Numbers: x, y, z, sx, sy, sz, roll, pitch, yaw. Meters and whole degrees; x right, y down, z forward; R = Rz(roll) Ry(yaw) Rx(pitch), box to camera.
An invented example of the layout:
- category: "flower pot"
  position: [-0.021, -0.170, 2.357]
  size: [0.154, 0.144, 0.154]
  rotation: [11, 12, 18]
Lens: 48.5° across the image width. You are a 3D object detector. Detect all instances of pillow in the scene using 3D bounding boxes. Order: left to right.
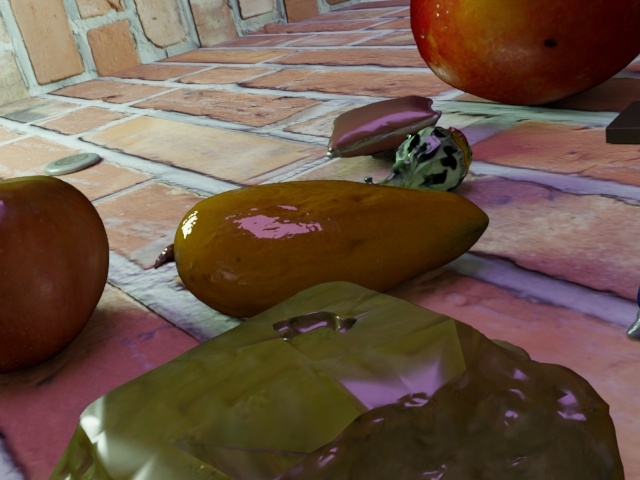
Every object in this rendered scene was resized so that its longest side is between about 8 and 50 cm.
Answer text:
- category: "pillow"
  position: [0.095, -0.168, 1.068]
  size: [0.172, 0.075, 0.179]
  rotation: [-14, 19, 9]

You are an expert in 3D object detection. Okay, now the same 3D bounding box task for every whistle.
- category: "whistle"
  position: [0.257, 0.047, 0.548]
  size: [0.033, 0.029, 0.083]
  rotation: [-15, 24, 38]

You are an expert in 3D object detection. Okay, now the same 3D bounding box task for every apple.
- category: "apple"
  position: [-0.309, 0.030, 0.695]
  size: [0.211, 0.173, 0.235]
  rotation: [-13, 13, 10]

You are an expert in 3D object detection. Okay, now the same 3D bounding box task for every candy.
- category: "candy"
  position: [0.053, -0.051, 0.841]
  size: [0.306, 0.083, 0.091]
  rotation: [-30, 29, -19]

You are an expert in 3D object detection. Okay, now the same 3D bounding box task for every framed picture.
- category: "framed picture"
  position: [0.473, -0.154, 0.914]
  size: [0.169, 0.023, 0.128]
  rotation: [7, 29, 38]

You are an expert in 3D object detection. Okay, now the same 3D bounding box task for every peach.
- category: "peach"
  position: [0.328, -0.385, 1.111]
  size: [0.389, 0.388, 0.388]
  rotation: [-10, 23, 4]

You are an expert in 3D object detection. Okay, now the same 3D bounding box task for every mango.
- category: "mango"
  position: [0.000, 0.000, 0.672]
  size: [0.317, 0.119, 0.176]
  rotation: [-9, 15, -6]

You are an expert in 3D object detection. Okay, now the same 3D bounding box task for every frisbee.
- category: "frisbee"
  position: [-0.491, -0.153, 1.405]
  size: [0.110, 0.014, 0.110]
  rotation: [-10, 22, 4]

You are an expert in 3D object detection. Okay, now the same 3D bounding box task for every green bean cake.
- category: "green bean cake"
  position: [0.003, 0.129, 0.359]
  size: [0.236, 0.124, 0.233]
  rotation: [-25, 26, -30]
